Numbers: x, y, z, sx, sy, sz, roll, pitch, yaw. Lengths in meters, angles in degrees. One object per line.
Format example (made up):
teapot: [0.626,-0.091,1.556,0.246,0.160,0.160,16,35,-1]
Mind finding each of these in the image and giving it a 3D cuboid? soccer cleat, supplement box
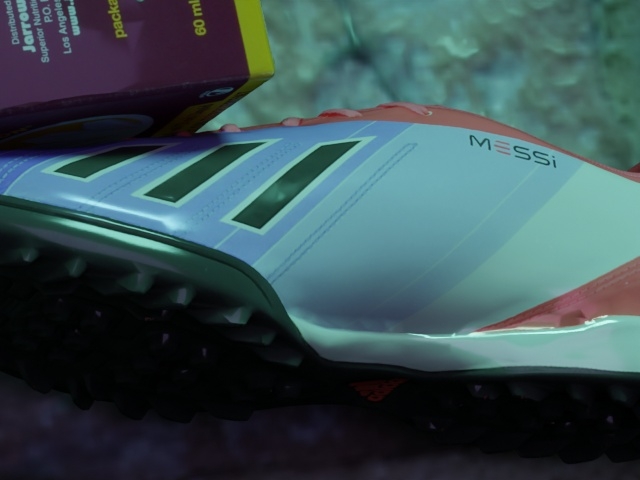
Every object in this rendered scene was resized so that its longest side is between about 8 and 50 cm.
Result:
soccer cleat: [0.000,0.000,0.687,0.318,0.108,0.116,10,64,-23]
supplement box: [-0.124,-0.065,0.641,0.188,0.104,0.080,-11,83,-24]
